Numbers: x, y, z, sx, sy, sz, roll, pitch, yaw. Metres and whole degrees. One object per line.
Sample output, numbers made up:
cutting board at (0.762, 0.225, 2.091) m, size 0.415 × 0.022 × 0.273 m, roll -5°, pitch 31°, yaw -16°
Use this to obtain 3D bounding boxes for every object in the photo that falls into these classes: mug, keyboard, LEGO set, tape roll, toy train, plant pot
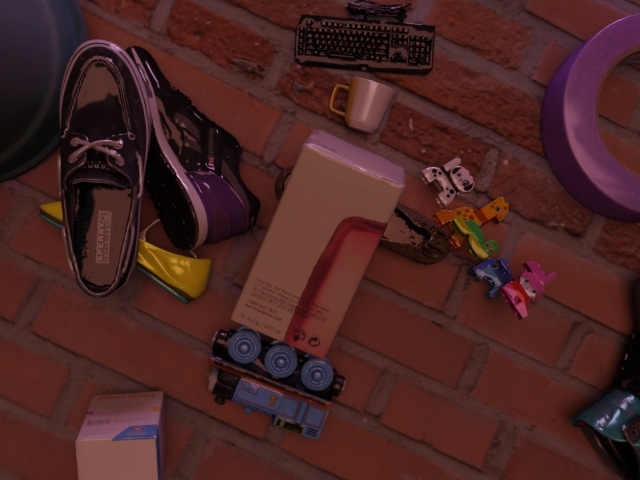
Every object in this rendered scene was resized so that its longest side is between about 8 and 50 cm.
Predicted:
mug at (0.057, -0.180, 1.102) m, size 0.062 × 0.078 × 0.064 m, roll 14°, pitch 94°, yaw -36°
keyboard at (0.062, -0.283, 1.113) m, size 0.192 × 0.038 × 0.100 m, roll 3°, pitch 85°, yaw -6°
LEGO set at (0.227, -0.012, 1.087) m, size 0.093 × 0.087 × 0.227 m, roll -32°, pitch 83°, yaw -9°
tape roll at (0.447, -0.164, 1.112) m, size 0.275 × 0.090 × 0.274 m, roll 0°, pitch 85°, yaw -4°
toy train at (-0.062, 0.179, 1.050) m, size 0.184 × 0.080 × 0.105 m, roll 21°, pitch 90°, yaw -3°
plant pot at (-0.458, -0.212, 0.881) m, size 0.341 × 0.334 × 0.341 m, roll 0°, pitch 99°, yaw -2°

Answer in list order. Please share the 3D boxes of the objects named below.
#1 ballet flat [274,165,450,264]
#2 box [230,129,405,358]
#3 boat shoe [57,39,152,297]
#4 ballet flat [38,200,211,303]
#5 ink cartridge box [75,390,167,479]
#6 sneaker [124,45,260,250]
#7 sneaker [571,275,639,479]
ballet flat at (0.058, -0.035, 1.083) m, size 0.250 × 0.058 × 0.084 m, roll 25°, pitch 84°, yaw -3°
box at (0.000, 0.000, 0.996) m, size 0.127 × 0.148 × 0.232 m, roll 24°, pitch 105°, yaw -1°
boat shoe at (-0.255, -0.083, 0.946) m, size 0.108 × 0.102 × 0.301 m, roll 4°, pitch 95°, yaw -10°
ballet flat at (-0.242, -0.005, 1.048) m, size 0.231 × 0.077 × 0.077 m, roll 32°, pitch 86°, yaw -9°
ink cartridge box at (-0.239, 0.249, 1.003) m, size 0.092 × 0.143 × 0.089 m, roll -2°, pitch 103°, yaw -5°
sneaker at (-0.174, -0.124, 1.067) m, size 0.124 × 0.107 × 0.283 m, roll -15°, pitch 76°, yaw -37°
sneaker at (0.414, 0.195, 1.071) m, size 0.179 × 0.124 × 0.295 m, roll -12°, pitch 88°, yaw -15°
